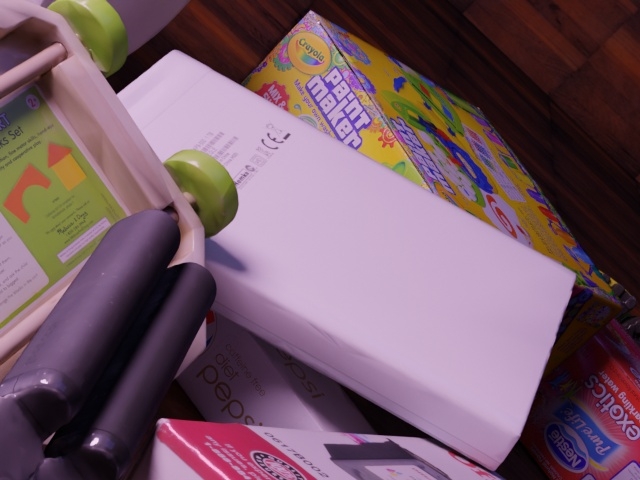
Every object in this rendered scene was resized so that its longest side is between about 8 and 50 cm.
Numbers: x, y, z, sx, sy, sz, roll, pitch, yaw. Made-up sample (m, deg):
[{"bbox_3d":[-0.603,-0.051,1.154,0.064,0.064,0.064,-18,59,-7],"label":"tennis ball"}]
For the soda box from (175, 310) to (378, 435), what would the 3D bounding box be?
[{"bbox_3d":[-0.057,0.082,1.008,0.216,0.069,0.074,51,20,19],"label":"soda box"}]

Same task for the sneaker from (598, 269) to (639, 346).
[{"bbox_3d":[0.188,0.030,1.577,0.343,0.134,0.146,41,-6,0],"label":"sneaker"}]

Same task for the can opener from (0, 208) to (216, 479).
[{"bbox_3d":[-0.139,0.090,0.697,0.076,0.095,0.283,57,29,-21],"label":"can opener"}]

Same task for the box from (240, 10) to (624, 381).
[{"bbox_3d":[0.079,-0.017,1.322,0.279,0.177,0.290,23,30,-48],"label":"box"}]

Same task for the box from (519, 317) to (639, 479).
[{"bbox_3d":[0.290,0.193,1.394,0.257,0.128,0.122,52,20,21],"label":"box"}]

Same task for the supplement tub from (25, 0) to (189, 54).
[{"bbox_3d":[-0.255,-0.314,1.155,0.331,0.241,0.241,49,20,12],"label":"supplement tub"}]

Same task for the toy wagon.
[{"bbox_3d":[-0.198,-0.049,0.795,0.344,0.068,0.267,56,43,-8],"label":"toy wagon"}]

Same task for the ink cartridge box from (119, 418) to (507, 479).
[{"bbox_3d":[0.047,0.210,0.782,0.226,0.131,0.306,34,12,32],"label":"ink cartridge box"}]

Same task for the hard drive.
[{"bbox_3d":[0.000,0.000,1.013,0.353,0.047,0.233,29,31,4],"label":"hard drive"}]
